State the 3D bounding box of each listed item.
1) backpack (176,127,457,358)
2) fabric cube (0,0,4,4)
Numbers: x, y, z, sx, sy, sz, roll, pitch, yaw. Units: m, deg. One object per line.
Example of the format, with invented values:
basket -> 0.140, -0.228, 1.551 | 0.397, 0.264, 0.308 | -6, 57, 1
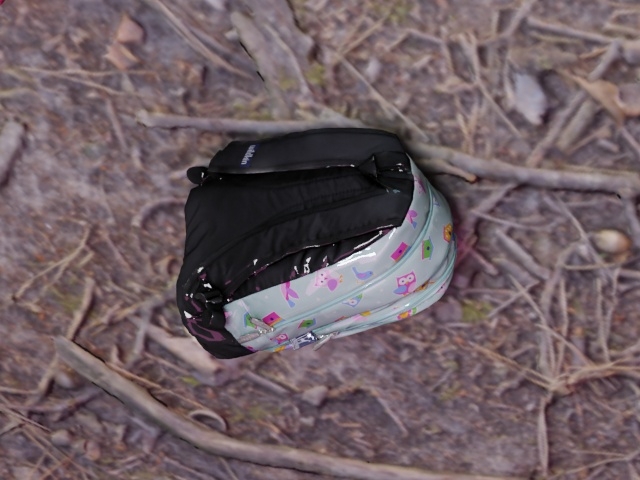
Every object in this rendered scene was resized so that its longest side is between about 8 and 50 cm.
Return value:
backpack -> 0.000, 0.000, 1.300 | 0.182, 0.152, 0.115 | -18, 142, 21
fabric cube -> -0.256, -0.310, 0.984 | 0.259, 0.254, 0.258 | 9, 131, 4
